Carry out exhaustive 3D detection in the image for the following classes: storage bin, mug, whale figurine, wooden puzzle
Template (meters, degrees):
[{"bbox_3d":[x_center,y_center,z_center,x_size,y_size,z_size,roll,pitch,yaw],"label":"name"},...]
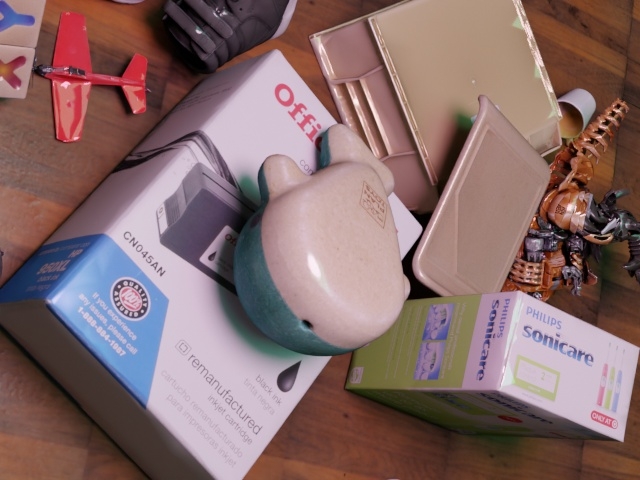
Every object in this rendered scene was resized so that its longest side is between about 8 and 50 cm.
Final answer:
[{"bbox_3d":[0.162,-0.195,1.551,0.262,0.123,0.260,-27,100,-35],"label":"storage bin"},{"bbox_3d":[0.367,-0.185,1.742,0.062,0.078,0.064,38,49,11],"label":"mug"},{"bbox_3d":[0.000,0.000,1.219,0.216,0.141,0.272,44,36,-24],"label":"whale figurine"},{"bbox_3d":[0.196,-0.032,1.464,0.221,0.044,0.238,33,75,-54],"label":"wooden puzzle"}]

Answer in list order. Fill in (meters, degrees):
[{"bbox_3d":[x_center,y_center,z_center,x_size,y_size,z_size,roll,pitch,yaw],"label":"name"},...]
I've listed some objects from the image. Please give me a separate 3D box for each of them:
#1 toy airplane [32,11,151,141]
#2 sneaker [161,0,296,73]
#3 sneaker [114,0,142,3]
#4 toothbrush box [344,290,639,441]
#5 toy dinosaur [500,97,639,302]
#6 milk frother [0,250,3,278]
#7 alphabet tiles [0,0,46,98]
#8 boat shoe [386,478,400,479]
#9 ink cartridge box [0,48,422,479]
[{"bbox_3d":[-0.250,-0.177,1.315,0.151,0.028,0.151,6,79,-34],"label":"toy airplane"},{"bbox_3d":[-0.096,-0.282,1.300,0.147,0.295,0.104,-39,77,-24],"label":"sneaker"},{"bbox_3d":[-0.261,-0.324,1.250,0.281,0.115,0.105,-2,83,-46],"label":"sneaker"},{"bbox_3d":[0.200,0.154,1.430,0.206,0.283,0.122,25,70,-31],"label":"toothbrush box"},{"bbox_3d":[0.346,-0.023,1.609,0.218,0.322,0.164,16,31,-30],"label":"toy dinosaur"},{"bbox_3d":[-0.389,0.014,1.120,0.135,0.143,0.129,-30,108,-36],"label":"milk frother"},{"bbox_3d":[-0.423,-0.223,1.110,0.343,0.011,0.285,1,119,-35],"label":"alphabet tiles"},{"bbox_3d":[0.066,0.404,1.433,0.076,0.080,0.228,45,57,-42],"label":"boat shoe"},{"bbox_3d":[-0.111,0.029,1.299,0.285,0.166,0.395,50,59,-20],"label":"ink cartridge box"}]
